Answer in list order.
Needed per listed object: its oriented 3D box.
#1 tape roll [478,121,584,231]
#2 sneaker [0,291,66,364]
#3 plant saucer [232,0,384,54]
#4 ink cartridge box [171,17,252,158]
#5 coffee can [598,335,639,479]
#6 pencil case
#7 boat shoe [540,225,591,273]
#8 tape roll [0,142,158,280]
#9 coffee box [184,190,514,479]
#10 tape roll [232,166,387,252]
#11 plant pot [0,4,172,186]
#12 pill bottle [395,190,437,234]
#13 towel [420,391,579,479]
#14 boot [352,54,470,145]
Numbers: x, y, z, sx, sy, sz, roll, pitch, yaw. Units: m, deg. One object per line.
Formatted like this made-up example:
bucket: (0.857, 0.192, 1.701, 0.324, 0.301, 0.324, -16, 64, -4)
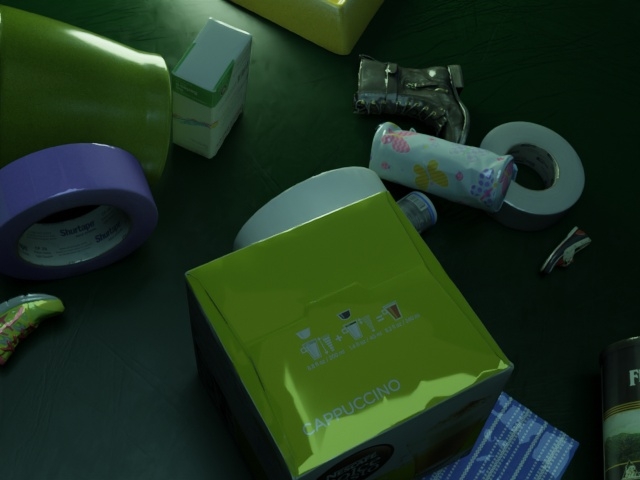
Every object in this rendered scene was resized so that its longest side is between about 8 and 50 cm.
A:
tape roll: (0.409, -0.128, 1.740, 0.219, 0.072, 0.219, 4, 60, -8)
sneaker: (-0.510, 0.152, 1.411, 0.208, 0.081, 0.094, -21, 74, -14)
plant saucer: (-0.012, -0.604, 1.916, 0.332, 0.081, 0.333, 28, 59, 5)
ink cartridge box: (-0.204, -0.279, 1.624, 0.093, 0.212, 0.154, 23, 61, 6)
coffee can: (0.572, 0.323, 1.449, 0.201, 0.201, 0.275, 11, 60, -5)
pencil case: (0.227, -0.140, 1.649, 0.273, 0.113, 0.124, 20, 31, 22)
boat shoe: (0.474, 0.025, 1.684, 0.043, 0.049, 0.137, 43, 58, 11)
tape roll: (-0.408, -0.041, 1.416, 0.274, 0.275, 0.090, -15, 66, -18)
coffee box: (0.026, 0.193, 1.305, 0.337, 0.334, 0.338, -23, 61, -17)
tape roll: (0.000, 0.000, 1.470, 0.286, 0.286, 0.100, -22, 67, -21)
plant pot: (-0.450, -0.216, 1.493, 0.353, 0.366, 0.366, 2, 60, -24)
pill bottle: (0.145, -0.028, 1.630, 0.137, 0.078, 0.078, -33, 72, -25)
towel: (0.247, 0.337, 1.472, 0.336, 0.040, 0.243, 35, 62, 9)
boot: (0.178, -0.267, 1.775, 0.229, 0.091, 0.263, 1, 57, -4)
